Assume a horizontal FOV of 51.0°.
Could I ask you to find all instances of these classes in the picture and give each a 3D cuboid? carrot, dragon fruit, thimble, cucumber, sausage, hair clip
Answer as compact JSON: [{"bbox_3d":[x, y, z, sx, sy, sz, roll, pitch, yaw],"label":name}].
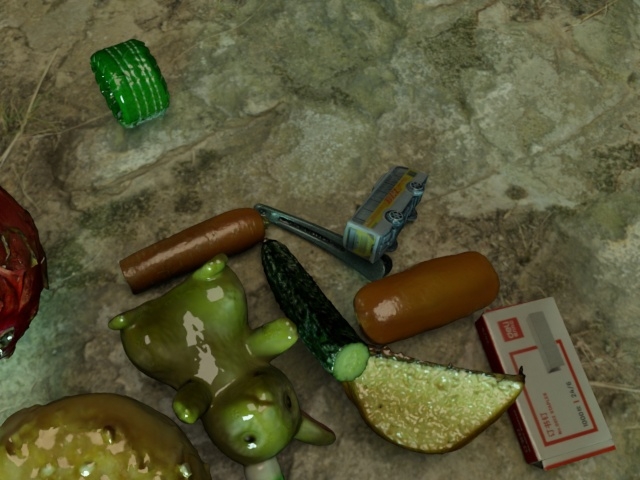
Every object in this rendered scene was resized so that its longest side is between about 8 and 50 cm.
[{"bbox_3d":[-0.180,0.009,0.989,0.225,0.067,0.067,-24,71,-14],"label":"carrot"},{"bbox_3d":[-0.499,0.033,0.828,0.301,0.296,0.295,41,69,8],"label":"dragon fruit"},{"bbox_3d":[-0.300,-0.249,1.064,0.090,0.118,0.130,-27,99,-20],"label":"thimble"},{"bbox_3d":[-0.026,0.081,0.924,0.067,0.068,0.293,-23,38,-15],"label":"cucumber"},{"bbox_3d":[0.155,0.080,0.973,0.238,0.098,0.098,-18,69,-21],"label":"sausage"},{"bbox_3d":[0.000,0.000,1.026,0.229,0.070,0.039,25,103,12],"label":"hair clip"}]

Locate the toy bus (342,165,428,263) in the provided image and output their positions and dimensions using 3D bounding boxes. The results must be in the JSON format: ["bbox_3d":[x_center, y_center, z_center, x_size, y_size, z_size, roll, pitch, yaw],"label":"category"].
[{"bbox_3d":[0.102,-0.044,1.015,0.075,0.064,0.190,22,43,15],"label":"toy bus"}]

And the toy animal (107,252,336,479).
[{"bbox_3d":[-0.099,0.191,0.857,0.181,0.180,0.363,-36,76,-23],"label":"toy animal"}]

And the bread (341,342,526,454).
[{"bbox_3d":[0.141,0.218,0.896,0.260,0.129,0.134,6,85,9],"label":"bread"}]

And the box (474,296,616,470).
[{"bbox_3d":[0.319,0.203,0.967,0.122,0.050,0.230,-12,68,-11],"label":"box"}]

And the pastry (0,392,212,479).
[{"bbox_3d":[-0.256,0.329,0.775,0.284,0.184,0.316,-14,88,-6],"label":"pastry"}]
